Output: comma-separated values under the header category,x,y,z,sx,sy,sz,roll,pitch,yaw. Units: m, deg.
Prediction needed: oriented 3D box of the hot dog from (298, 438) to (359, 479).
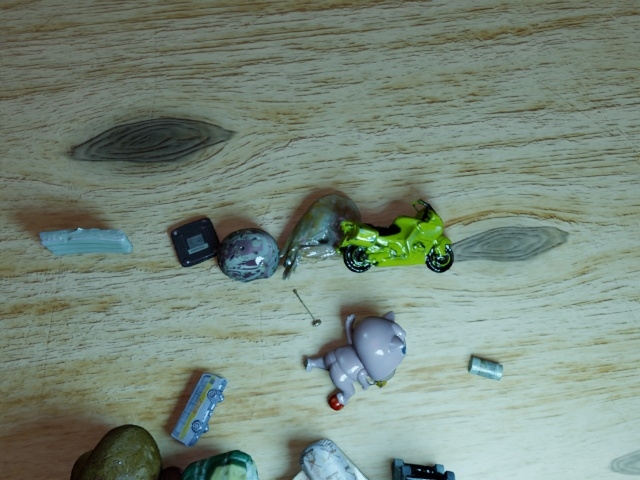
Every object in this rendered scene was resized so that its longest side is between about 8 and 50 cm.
category,x,y,z,sx,sy,sz,roll,pitch,yaw
hot dog,0.030,0.571,1.403,0.108,0.059,0.191,-36,79,4

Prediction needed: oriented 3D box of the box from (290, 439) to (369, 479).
category,x,y,z,sx,sy,sz,roll,pitch,yaw
box,0.040,0.638,1.463,0.212,0.095,0.168,44,80,12

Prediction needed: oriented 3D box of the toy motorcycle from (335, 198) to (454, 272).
category,x,y,z,sx,sy,sz,roll,pitch,yaw
toy motorcycle,0.217,-0.011,1.633,0.342,0.142,0.206,0,77,-15

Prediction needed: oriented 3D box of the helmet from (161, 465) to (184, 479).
category,x,y,z,sx,sy,sz,roll,pitch,yaw
helmet,-0.378,0.631,1.478,0.089,0.057,0.111,-20,74,-9

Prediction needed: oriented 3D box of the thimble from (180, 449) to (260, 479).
category,x,y,z,sx,sy,sz,roll,pitch,yaw
thimble,-0.220,0.652,1.375,0.167,0.254,0.288,-13,100,-1

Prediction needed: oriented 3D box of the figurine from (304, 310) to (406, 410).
category,x,y,z,sx,sy,sz,roll,pitch,yaw
figurine,0.109,0.315,1.554,0.287,0.186,0.176,-39,36,8

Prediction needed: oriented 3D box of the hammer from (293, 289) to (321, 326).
category,x,y,z,sx,sy,sz,roll,pitch,yaw
hammer,-0.040,0.190,1.645,0.029,0.014,0.123,-31,73,-19

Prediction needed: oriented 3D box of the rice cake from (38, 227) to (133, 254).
category,x,y,z,sx,sy,sz,roll,pitch,yaw
rice cake,-0.653,0.004,1.637,0.237,0.127,0.043,-1,71,-2

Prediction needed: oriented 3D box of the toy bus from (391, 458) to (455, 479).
category,x,y,z,sx,sy,sz,roll,pitch,yaw
toy bus,0.240,0.618,1.380,0.133,0.271,0.165,7,76,2

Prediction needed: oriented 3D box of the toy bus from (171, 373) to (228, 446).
category,x,y,z,sx,sy,sz,roll,pitch,yaw
toy bus,-0.315,0.444,1.538,0.075,0.064,0.190,19,73,18

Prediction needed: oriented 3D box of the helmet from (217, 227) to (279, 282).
category,x,y,z,sx,sy,sz,roll,pitch,yaw
helmet,-0.200,0.033,1.634,0.177,0.107,0.153,-6,75,-13

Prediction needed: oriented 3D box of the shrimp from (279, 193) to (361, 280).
category,x,y,z,sx,sy,sz,roll,pitch,yaw
shrimp,0.000,0.000,1.673,0.168,0.077,0.317,32,72,6

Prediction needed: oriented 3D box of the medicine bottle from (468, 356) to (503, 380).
category,x,y,z,sx,sy,sz,roll,pitch,yaw
medicine bottle,0.447,0.348,1.581,0.083,0.047,0.047,15,73,4

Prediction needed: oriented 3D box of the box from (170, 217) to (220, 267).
category,x,y,z,sx,sy,sz,roll,pitch,yaw
box,-0.361,0.003,1.691,0.126,0.027,0.125,-23,74,-8

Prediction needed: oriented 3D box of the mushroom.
category,x,y,z,sx,sy,sz,roll,pitch,yaw
mushroom,-0.481,0.601,1.348,0.239,0.345,0.345,-9,73,-5
